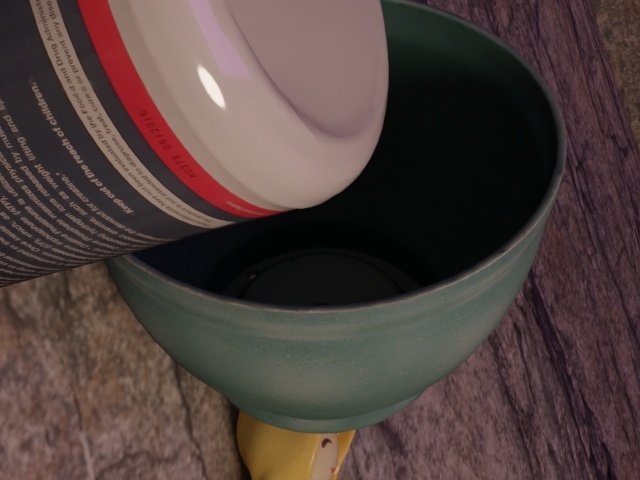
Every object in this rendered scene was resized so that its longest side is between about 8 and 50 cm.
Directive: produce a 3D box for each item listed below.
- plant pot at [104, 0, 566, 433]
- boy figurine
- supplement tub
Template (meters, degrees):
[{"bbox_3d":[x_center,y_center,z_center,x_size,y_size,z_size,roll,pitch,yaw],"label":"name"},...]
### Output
[{"bbox_3d":[0.000,0.000,0.781,0.196,0.293,0.293,88,12,-46],"label":"plant pot"},{"bbox_3d":[0.005,0.238,0.846,0.177,0.092,0.285,-3,83,-60],"label":"boy figurine"},{"bbox_3d":[-0.124,-0.081,0.538,0.191,0.272,0.191,37,46,-52],"label":"supplement tub"}]
